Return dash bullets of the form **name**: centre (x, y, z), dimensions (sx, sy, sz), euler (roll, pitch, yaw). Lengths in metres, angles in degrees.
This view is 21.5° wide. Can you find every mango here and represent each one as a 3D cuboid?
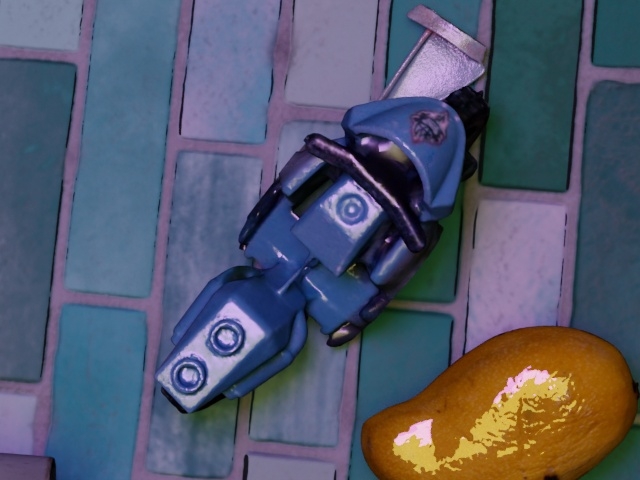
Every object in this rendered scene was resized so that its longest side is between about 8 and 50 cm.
- **mango**: centre (0.170, 0.169, 1.572), dimensions (0.262, 0.109, 0.157), euler (-19, 92, 8)

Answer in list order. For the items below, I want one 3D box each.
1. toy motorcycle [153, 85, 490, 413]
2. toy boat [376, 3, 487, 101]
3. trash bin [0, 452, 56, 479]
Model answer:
- **toy motorcycle**: centre (0.000, 0.000, 1.540), dimensions (0.416, 0.232, 0.172), euler (-43, 85, 0)
- **toy boat**: centre (0.100, -0.160, 1.654), dimensions (0.096, 0.034, 0.122), euler (34, 96, 8)
- **trash bin**: centre (-0.460, 0.307, 1.506), dimensions (0.432, 0.280, 0.280), euler (3, 84, -5)
